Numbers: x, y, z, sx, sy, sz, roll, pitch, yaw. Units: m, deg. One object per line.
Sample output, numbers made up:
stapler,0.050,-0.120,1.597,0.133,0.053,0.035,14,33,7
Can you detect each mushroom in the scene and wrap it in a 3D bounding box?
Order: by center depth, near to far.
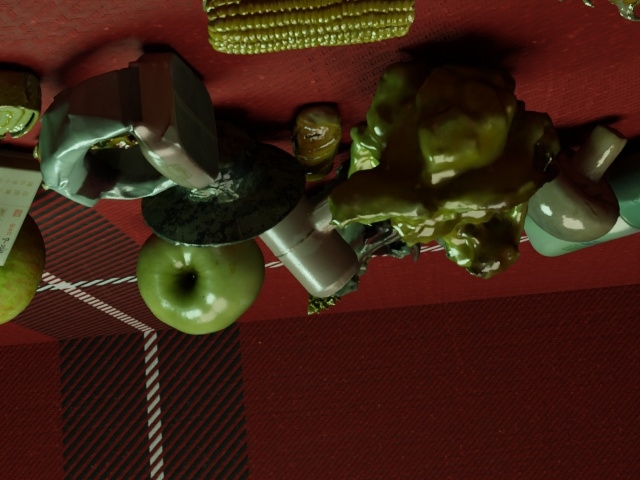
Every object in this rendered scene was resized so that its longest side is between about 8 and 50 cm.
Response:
mushroom,0.451,-0.112,2.020,0.207,0.207,0.215,7,130,-43

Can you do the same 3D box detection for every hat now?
hat,-0.157,-0.115,1.793,0.265,0.266,0.128,-5,136,0

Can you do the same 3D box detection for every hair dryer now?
hair dryer,0.060,-0.055,1.851,0.344,0.189,0.107,-33,-165,32

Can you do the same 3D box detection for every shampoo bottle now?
shampoo bottle,0.554,-0.080,2.193,0.221,0.151,0.349,-23,-178,-37

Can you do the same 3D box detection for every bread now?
bread,-0.442,-0.186,1.575,0.117,0.064,0.156,6,165,-24

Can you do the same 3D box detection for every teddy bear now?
teddy bear,0.136,-0.072,1.988,0.357,0.225,0.367,-13,163,-8

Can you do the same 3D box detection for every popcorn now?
popcorn,0.156,-0.116,1.645,0.321,0.290,0.325,15,161,-28

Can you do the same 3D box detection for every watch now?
watch,-0.275,-0.140,1.594,0.241,0.162,0.253,-10,160,14

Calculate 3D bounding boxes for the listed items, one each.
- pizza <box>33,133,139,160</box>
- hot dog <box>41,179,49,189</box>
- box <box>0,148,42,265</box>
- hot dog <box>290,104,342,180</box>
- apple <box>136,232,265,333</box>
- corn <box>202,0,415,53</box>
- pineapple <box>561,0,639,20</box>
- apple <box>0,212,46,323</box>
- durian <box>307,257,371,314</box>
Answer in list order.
pizza,-0.311,-0.150,1.795,0.292,0.058,0.197,-11,166,25
hot dog,-0.450,-0.109,1.990,0.030,0.034,0.090,-20,-177,15
box,-0.550,-0.056,1.884,0.141,0.058,0.201,5,125,-41
hot dog,-0.005,-0.153,1.903,0.087,0.061,0.286,-16,169,-1
apple,-0.242,0.070,2.387,0.262,0.262,0.262,-5,168,-1
corn,-0.012,-0.265,1.318,0.244,0.093,0.093,-6,168,-3
pineapple,0.349,-0.285,1.091,0.344,0.209,0.286,-13,165,26
apple,-0.627,0.031,2.083,0.246,0.246,0.226,-14,158,36
durian,0.000,0.000,2.259,0.172,0.306,0.167,4,121,-30
